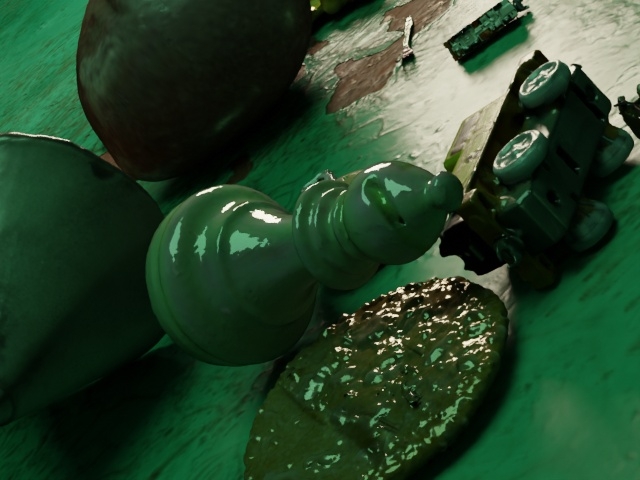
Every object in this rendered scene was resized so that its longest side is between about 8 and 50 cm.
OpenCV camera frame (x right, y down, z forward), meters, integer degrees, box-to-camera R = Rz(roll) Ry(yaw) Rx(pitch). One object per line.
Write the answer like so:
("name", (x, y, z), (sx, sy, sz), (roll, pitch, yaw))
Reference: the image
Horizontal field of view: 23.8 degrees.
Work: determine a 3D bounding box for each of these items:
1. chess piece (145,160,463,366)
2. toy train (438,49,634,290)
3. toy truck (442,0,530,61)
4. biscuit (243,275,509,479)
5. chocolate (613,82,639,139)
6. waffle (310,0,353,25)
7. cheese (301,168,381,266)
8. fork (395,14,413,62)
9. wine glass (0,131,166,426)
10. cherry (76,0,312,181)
("chess piece", (0.000, 0.000, 1.069), (0.271, 0.139, 0.139), (-22, 28, 48))
("toy train", (0.142, -0.047, 1.078), (0.127, 0.089, 0.219), (-30, 25, 42))
("toy truck", (0.152, -0.195, 1.386), (0.083, 0.024, 0.032), (-36, -5, 12))
("biscuit", (0.034, 0.105, 1.025), (0.220, 0.033, 0.220), (-32, 25, 17))
("chocolate", (0.301, -0.053, 0.902), (0.102, 0.065, 0.329), (-29, 24, -14))
("waffle", (0.035, -0.341, 1.761), (0.291, 0.051, 0.291), (-33, 25, 17))
("cheese", (0.022, -0.026, 1.244), (0.092, 0.047, 0.171), (-30, 26, 17))
("fork", (0.085, -0.198, 1.500), (0.016, 0.012, 0.115), (-25, 23, 19))
("wine glass", (-0.258, 0.139, 1.113), (0.267, 0.267, 0.406), (-26, 31, 24))
("cherry", (-0.137, -0.204, 1.574), (0.307, 0.221, 0.261), (-60, 25, -4))
